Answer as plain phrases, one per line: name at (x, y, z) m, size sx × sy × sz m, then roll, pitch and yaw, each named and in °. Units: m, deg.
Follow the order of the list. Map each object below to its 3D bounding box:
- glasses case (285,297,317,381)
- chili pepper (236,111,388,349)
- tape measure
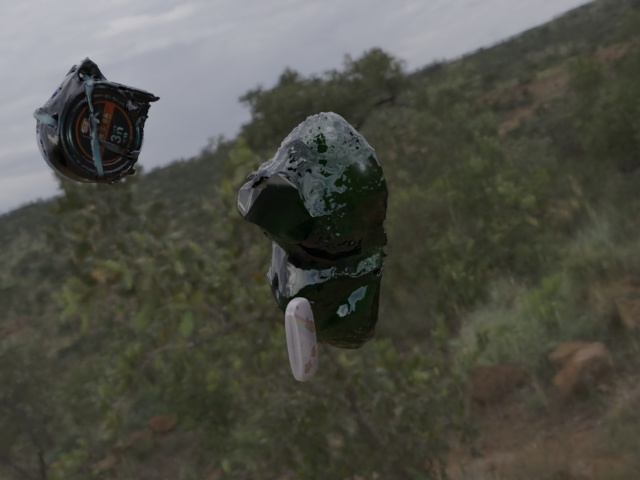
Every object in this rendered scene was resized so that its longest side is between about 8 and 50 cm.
glasses case at (-0.018, 0.096, 0.968) m, size 0.021 × 0.083 × 0.032 m, roll 2°, pitch 17°, yaw 28°
chili pepper at (-0.005, -0.002, 1.085) m, size 0.116 × 0.264 × 0.148 m, roll -16°, pitch 29°, yaw -40°
tape measure at (-0.184, -0.093, 0.807) m, size 0.091 × 0.094 × 0.054 m, roll 28°, pitch -15°, yaw -35°
